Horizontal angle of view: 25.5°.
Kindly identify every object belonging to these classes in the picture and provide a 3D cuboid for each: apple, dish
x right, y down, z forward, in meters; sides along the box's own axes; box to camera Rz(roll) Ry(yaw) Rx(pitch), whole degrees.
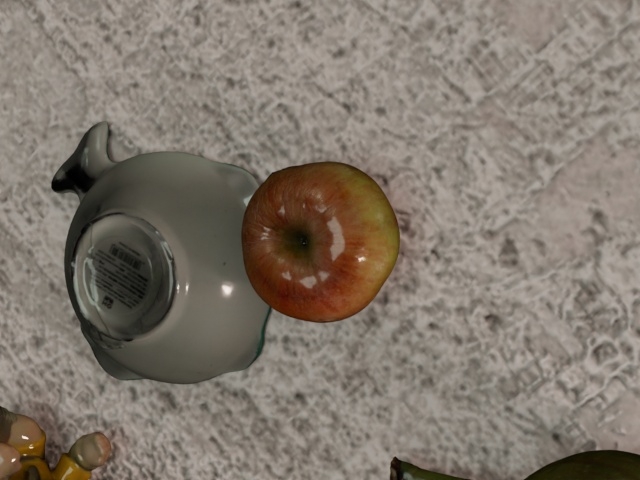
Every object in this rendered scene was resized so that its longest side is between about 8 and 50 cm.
[{"bbox_3d":[0.002,0.002,1.068,0.126,0.102,0.126,0,89,29],"label":"apple"},{"bbox_3d":[-0.150,0.014,1.158,0.246,0.078,0.224,48,114,15],"label":"dish"}]

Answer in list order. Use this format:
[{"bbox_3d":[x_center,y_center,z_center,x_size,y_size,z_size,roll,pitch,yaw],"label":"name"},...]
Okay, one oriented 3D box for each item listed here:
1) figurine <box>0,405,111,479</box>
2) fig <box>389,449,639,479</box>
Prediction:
[{"bbox_3d":[-0.223,0.257,1.172,0.257,0.192,0.167,45,142,41],"label":"figurine"},{"bbox_3d":[0.162,0.216,1.008,0.259,0.151,0.151,4,97,51],"label":"fig"}]
